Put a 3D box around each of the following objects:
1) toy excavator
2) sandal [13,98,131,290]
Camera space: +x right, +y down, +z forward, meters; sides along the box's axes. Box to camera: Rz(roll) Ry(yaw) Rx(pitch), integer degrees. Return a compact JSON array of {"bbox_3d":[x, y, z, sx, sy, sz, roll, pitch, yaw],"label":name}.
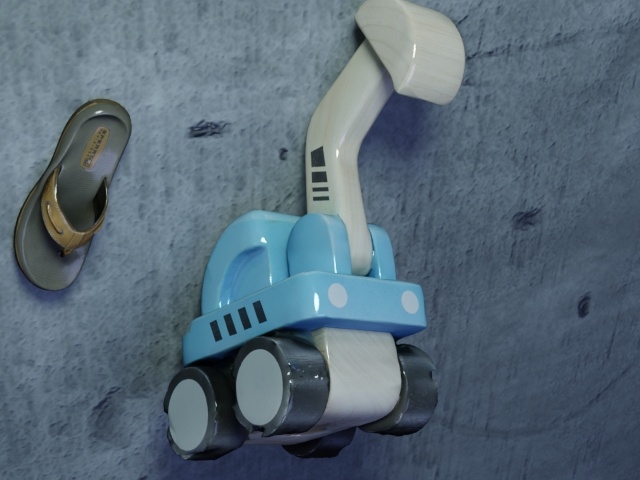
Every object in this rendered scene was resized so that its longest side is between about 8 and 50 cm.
[{"bbox_3d":[0.000,0.000,1.297,0.222,0.445,0.433,7,158,-40],"label":"toy excavator"},{"bbox_3d":[-0.248,-0.039,1.181,0.090,0.060,0.219,16,110,-41],"label":"sandal"}]
